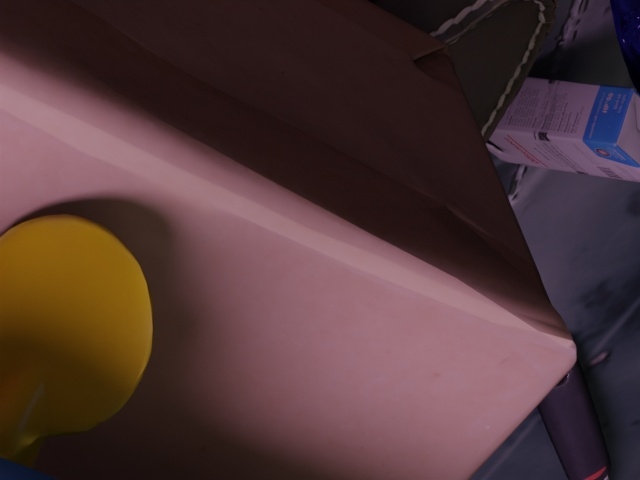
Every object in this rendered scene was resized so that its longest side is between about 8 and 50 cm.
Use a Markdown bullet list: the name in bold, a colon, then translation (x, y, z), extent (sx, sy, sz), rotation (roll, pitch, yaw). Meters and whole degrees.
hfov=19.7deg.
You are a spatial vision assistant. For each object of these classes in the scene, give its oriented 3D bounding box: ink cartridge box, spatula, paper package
- **ink cartridge box**: translation (0.108, -0.050, 0.813), extent (0.048, 0.083, 0.028), rotation (32, 73, -50)
- **spatula**: translation (0.158, 0.143, 1.079), extent (0.084, 0.030, 0.296), rotation (-30, 142, -5)
- **paper package**: translation (-0.139, 0.041, 0.580), extent (0.309, 0.168, 0.325), rotation (25, 119, -27)

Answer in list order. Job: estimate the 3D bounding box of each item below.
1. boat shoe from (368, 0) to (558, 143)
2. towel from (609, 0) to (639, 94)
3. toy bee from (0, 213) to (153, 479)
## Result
- **boat shoe**: translation (0.003, 0.000, 0.737), extent (0.109, 0.091, 0.305), rotation (1, 138, -44)
- **towel**: translation (0.247, -0.200, 0.742), extent (0.308, 0.076, 0.227), rotation (-26, 149, -10)
- **toy bee**: translation (-0.113, 0.072, 0.434), extent (0.195, 0.162, 0.298), rotation (-52, 138, -10)
